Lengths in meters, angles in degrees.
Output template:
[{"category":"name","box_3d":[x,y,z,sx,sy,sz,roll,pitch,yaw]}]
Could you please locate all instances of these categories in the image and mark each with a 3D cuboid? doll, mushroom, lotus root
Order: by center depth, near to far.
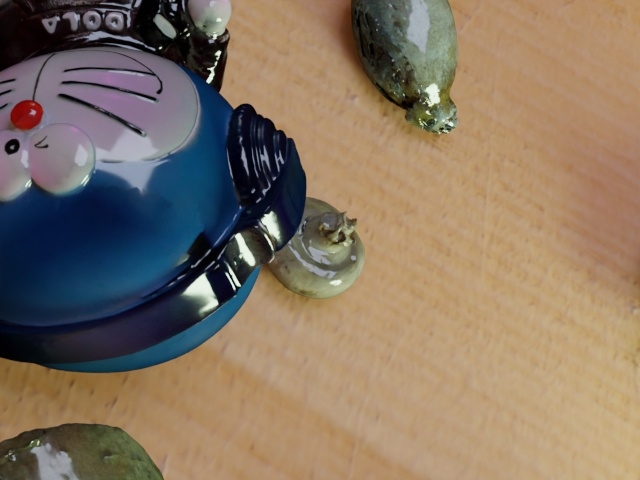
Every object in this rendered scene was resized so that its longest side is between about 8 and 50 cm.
[{"category":"doll","box_3d":[-0.154,-0.052,1.262,0.284,0.240,0.310,-14,46,7]},{"category":"mushroom","box_3d":[0.000,0.000,1.411,0.085,0.079,0.085,13,59,-22]},{"category":"lotus root","box_3d":[0.075,-0.169,1.561,0.088,0.088,0.165,-8,77,-34]}]

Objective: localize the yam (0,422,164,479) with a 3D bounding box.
[{"category":"yam","box_3d":[-0.126,0.274,1.117,0.168,0.168,0.304,-13,68,-35]}]
